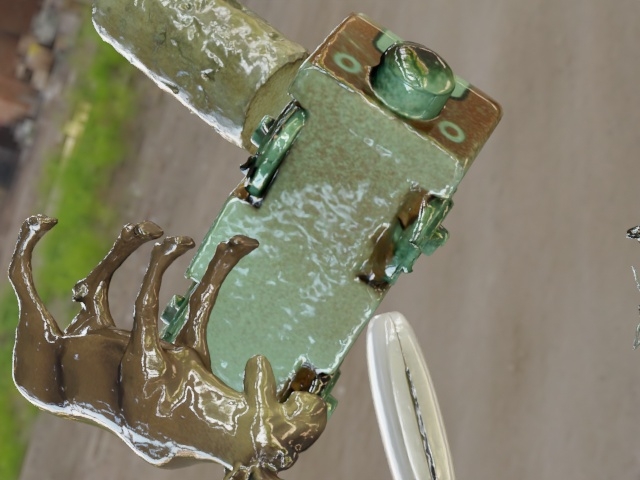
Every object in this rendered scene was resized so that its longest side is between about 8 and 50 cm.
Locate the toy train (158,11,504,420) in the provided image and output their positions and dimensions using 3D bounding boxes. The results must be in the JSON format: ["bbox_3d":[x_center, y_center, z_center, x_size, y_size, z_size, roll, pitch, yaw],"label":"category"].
[{"bbox_3d":[0.000,0.000,1.125,0.326,0.129,0.159,-59,-2,34],"label":"toy train"}]

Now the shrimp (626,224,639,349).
[{"bbox_3d":[0.375,0.061,2.005,0.076,0.082,0.174,-26,63,50],"label":"shrimp"}]

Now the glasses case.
[{"bbox_3d":[0.074,0.152,1.453,0.074,0.049,0.193,115,141,-76],"label":"glasses case"}]

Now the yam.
[{"bbox_3d":[-0.101,-0.167,1.576,0.107,0.194,0.107,-43,-24,-24],"label":"yam"}]

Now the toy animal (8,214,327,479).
[{"bbox_3d":[-0.072,0.087,0.945,0.214,0.093,0.186,11,96,35],"label":"toy animal"}]
